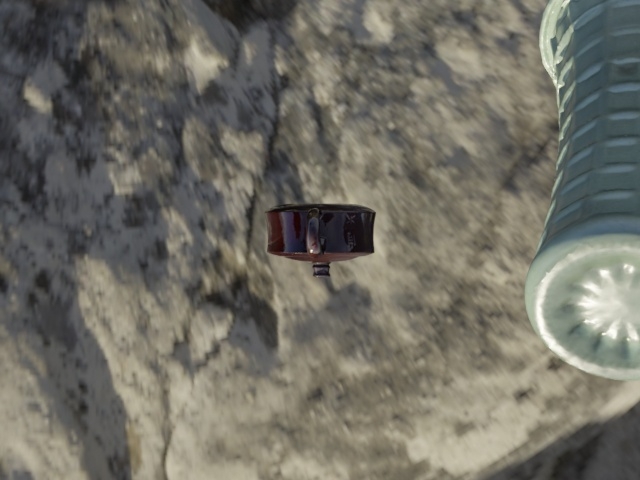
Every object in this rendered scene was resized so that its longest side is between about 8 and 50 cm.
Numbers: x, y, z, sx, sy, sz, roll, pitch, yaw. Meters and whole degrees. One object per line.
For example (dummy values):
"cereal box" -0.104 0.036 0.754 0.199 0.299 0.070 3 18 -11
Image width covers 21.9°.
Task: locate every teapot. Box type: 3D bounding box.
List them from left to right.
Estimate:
"teapot" 0.000 0.000 0.997 0.068 0.100 0.045 -2 90 5

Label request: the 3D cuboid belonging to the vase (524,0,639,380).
"vase" 0.193 -0.049 1.021 0.143 0.299 0.143 7 128 9
